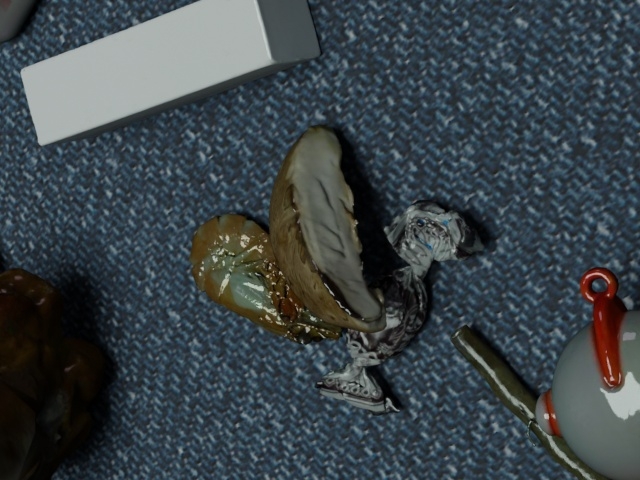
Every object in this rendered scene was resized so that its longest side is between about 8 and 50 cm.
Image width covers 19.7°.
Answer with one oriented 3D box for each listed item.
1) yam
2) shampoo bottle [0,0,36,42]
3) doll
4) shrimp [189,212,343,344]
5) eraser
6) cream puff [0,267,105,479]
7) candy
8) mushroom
[{"bbox_3d":[0.192,0.161,1.554,0.234,0.029,0.027,47,111,18],"label":"yam"},{"bbox_3d":[-0.323,-0.241,1.835,0.080,0.040,0.165,47,121,17],"label":"shampoo bottle"},{"bbox_3d":[0.272,0.179,1.458,0.199,0.105,0.336,-20,95,29],"label":"doll"},{"bbox_3d":[-0.053,0.043,1.698,0.184,0.043,0.091,39,116,24],"label":"shrimp"},{"bbox_3d":[-0.144,-0.163,1.699,0.298,0.076,0.078,-16,90,37],"label":"eraser"},{"bbox_3d":[-0.327,0.164,1.795,0.155,0.241,0.269,25,75,46],"label":"cream puff"},{"bbox_3d":[0.067,0.063,1.611,0.094,0.051,0.226,40,120,19],"label":"candy"},{"bbox_3d":[-0.002,0.001,1.598,0.094,0.072,0.210,118,144,-55],"label":"mushroom"}]
